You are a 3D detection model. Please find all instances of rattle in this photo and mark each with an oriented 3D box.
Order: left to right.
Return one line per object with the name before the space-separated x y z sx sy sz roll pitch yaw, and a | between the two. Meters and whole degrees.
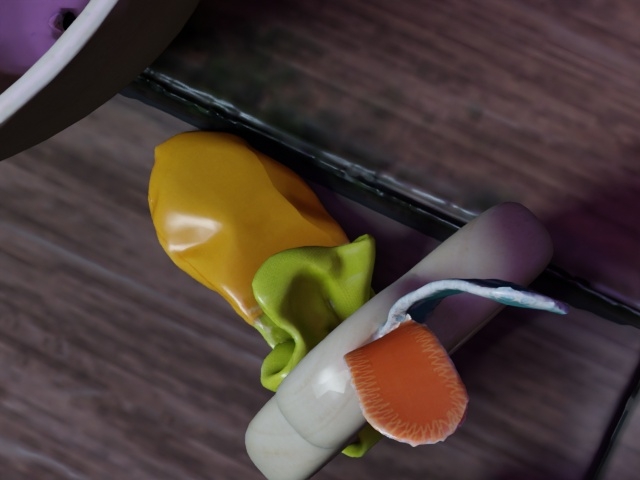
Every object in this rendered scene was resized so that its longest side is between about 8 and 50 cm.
rattle | 0.000 0.000 0.530 0.130 0.200 0.142 -26 83 8

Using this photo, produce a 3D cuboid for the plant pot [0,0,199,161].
plant pot | -0.127 -0.127 0.519 0.257 0.274 0.256 0 89 8
